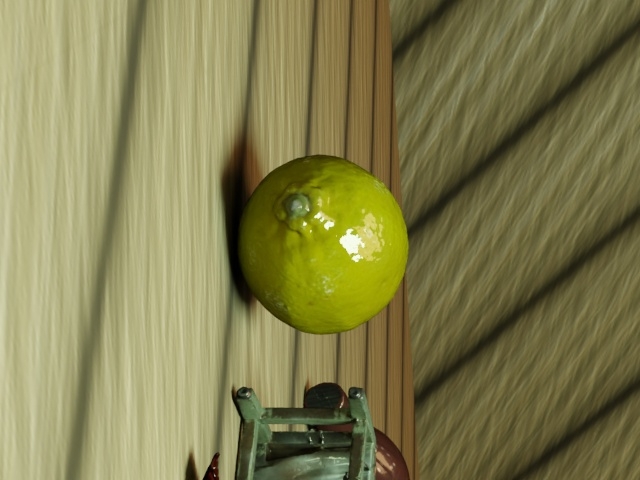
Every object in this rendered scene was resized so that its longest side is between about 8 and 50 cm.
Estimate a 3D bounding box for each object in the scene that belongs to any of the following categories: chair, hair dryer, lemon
[{"bbox_3d":[-0.008,0.274,1.362,0.270,0.136,0.147,73,18,-55],"label":"chair"},{"bbox_3d":[0.024,0.404,1.780,0.312,0.123,0.340,60,38,-50],"label":"hair dryer"},{"bbox_3d":[0.000,0.000,1.344,0.248,0.184,0.184,62,27,-59],"label":"lemon"}]

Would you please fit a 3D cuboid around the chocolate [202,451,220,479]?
[{"bbox_3d":[-0.107,0.266,1.077,0.182,0.028,0.086,-80,173,-50],"label":"chocolate"}]
